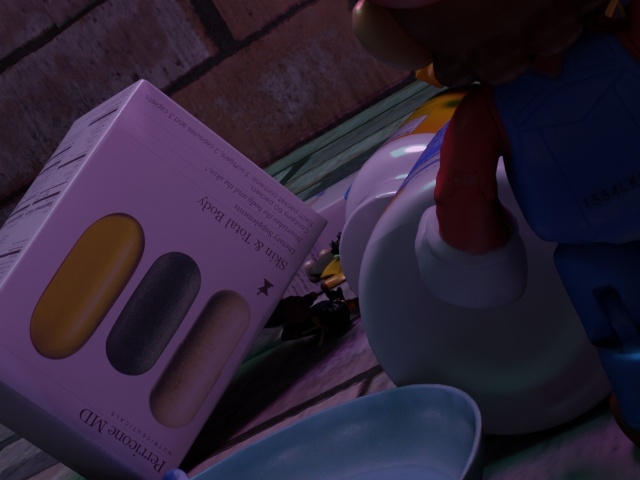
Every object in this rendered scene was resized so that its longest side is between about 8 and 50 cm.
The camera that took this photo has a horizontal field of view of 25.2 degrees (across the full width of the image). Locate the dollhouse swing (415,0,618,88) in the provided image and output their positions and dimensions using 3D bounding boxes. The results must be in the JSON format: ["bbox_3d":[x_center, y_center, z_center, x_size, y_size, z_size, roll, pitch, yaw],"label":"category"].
[{"bbox_3d":[0.280,-0.250,1.246,0.347,0.305,0.315,-84,17,-70],"label":"dollhouse swing"}]

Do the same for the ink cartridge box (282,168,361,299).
[{"bbox_3d":[0.000,0.000,1.513,0.231,0.078,0.134,-29,8,19],"label":"ink cartridge box"}]

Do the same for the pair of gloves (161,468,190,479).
[{"bbox_3d":[-0.151,0.215,0.993,0.159,0.023,0.198,-23,13,46],"label":"pair of gloves"}]

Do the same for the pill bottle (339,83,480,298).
[{"bbox_3d":[0.098,-0.029,1.118,0.136,0.136,0.245,-28,9,26],"label":"pill bottle"}]

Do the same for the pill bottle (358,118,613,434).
[{"bbox_3d":[0.121,-0.006,0.853,0.152,0.152,0.272,-29,9,21],"label":"pill bottle"}]

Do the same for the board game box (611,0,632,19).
[{"bbox_3d":[0.396,-0.243,1.285,0.233,0.078,0.347,-28,17,2],"label":"board game box"}]

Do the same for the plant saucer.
[{"bbox_3d":[-0.054,0.174,0.666,0.318,0.043,0.317,-30,8,5],"label":"plant saucer"}]

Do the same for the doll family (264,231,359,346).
[{"bbox_3d":[0.007,0.045,1.264,0.193,0.076,0.111,-41,15,-22],"label":"doll family"}]

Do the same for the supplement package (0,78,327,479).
[{"bbox_3d":[-0.170,0.043,1.191,0.262,0.199,0.198,-59,18,-20],"label":"supplement package"}]

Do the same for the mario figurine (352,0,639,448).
[{"bbox_3d":[0.124,-0.073,0.642,0.198,0.320,0.170,-34,9,-16],"label":"mario figurine"}]

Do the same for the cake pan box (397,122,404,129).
[{"bbox_3d":[0.177,-0.099,1.360,0.246,0.070,0.267,-21,10,18],"label":"cake pan box"}]
